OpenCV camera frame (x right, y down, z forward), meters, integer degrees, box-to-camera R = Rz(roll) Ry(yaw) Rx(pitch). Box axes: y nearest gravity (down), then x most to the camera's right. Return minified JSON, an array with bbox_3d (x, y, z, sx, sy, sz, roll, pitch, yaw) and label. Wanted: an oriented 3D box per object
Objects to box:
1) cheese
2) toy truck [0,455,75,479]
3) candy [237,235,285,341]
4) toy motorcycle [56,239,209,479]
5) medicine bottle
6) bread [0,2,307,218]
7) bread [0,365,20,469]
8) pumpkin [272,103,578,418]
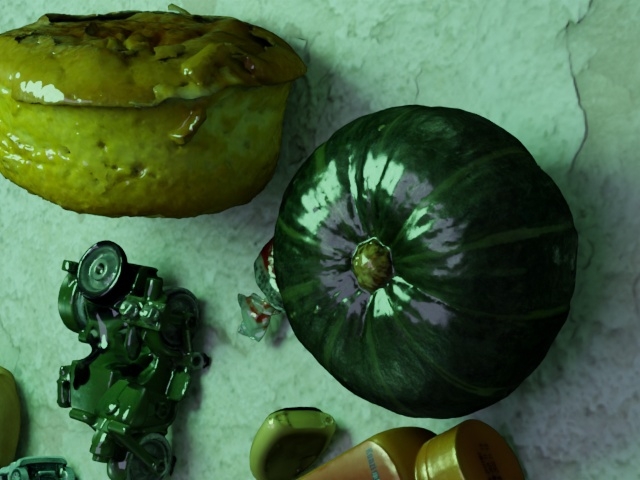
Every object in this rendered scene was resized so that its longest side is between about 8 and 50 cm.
[{"bbox_3d":[-0.049,0.241,1.625,0.162,0.086,0.036,-61,43,34],"label":"cheese"},{"bbox_3d":[-0.355,0.356,1.869,0.115,0.080,0.177,-18,72,48],"label":"toy truck"},{"bbox_3d":[0.001,0.001,1.629,0.292,0.059,0.086,-46,59,27],"label":"candy"},{"bbox_3d":[-0.238,0.142,1.770,0.205,0.127,0.275,9,86,39],"label":"toy motorcycle"},{"bbox_3d":[0.081,0.263,1.475,0.222,0.112,0.149,-35,61,32],"label":"medicine bottle"},{"bbox_3d":[-0.196,-0.143,1.675,0.358,0.337,0.204,16,117,44],"label":"bread"},{"bbox_3d":[-0.455,0.207,1.949,0.174,0.133,0.251,-1,123,49],"label":"bread"},{"bbox_3d":[0.099,0.016,1.444,0.300,0.207,0.300,8,104,37],"label":"pumpkin"}]
